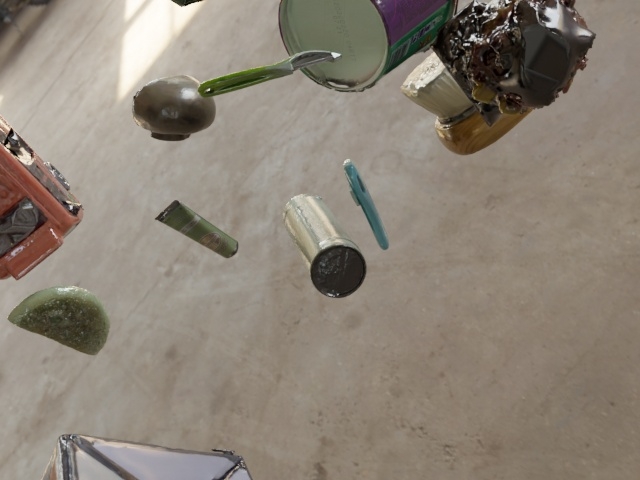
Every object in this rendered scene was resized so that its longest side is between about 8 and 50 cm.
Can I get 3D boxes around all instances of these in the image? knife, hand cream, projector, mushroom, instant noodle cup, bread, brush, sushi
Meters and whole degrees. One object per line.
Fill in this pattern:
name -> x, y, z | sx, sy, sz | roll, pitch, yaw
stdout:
knife -> -0.056, -0.193, 0.789 | 0.184, 0.022, 0.026 | -22, 43, -25
knife -> 0.084, -0.062, 1.274 | 0.031, 0.222, 0.064 | -20, 41, 10
hand cream -> -0.303, -0.021, 1.765 | 0.086, 0.235, 0.055 | -38, 38, 25
projector -> 0.000, 0.000, 1.368 | 0.108, 0.108, 0.337 | -47, 22, 6
mushroom -> -0.305, -0.280, 1.496 | 0.117, 0.188, 0.141 | 30, 125, 44
instant noodle cup -> 0.064, -0.359, 1.080 | 0.251, 0.251, 0.190 | -7, 34, 43
bread -> -0.457, 0.140, 1.273 | 0.112, 0.193, 0.036 | -51, 43, 2
brush -> 0.295, -0.290, 1.235 | 0.266, 0.166, 0.174 | -36, 19, 10
sushi -> 0.259, -0.242, 0.882 | 0.172, 0.153, 0.150 | -37, 19, 14

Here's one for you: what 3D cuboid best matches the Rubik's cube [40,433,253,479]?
Rubik's cube -> -0.233, 0.470, 0.912 | 0.305, 0.310, 0.307 | -64, 32, 10

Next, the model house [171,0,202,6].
model house -> -0.174, -0.417, 0.736 | 0.190, 0.300, 0.271 | -49, 10, 25

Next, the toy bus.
toy bus -> -0.611, -0.129, 1.186 | 0.203, 0.427, 0.233 | -40, 28, -4
